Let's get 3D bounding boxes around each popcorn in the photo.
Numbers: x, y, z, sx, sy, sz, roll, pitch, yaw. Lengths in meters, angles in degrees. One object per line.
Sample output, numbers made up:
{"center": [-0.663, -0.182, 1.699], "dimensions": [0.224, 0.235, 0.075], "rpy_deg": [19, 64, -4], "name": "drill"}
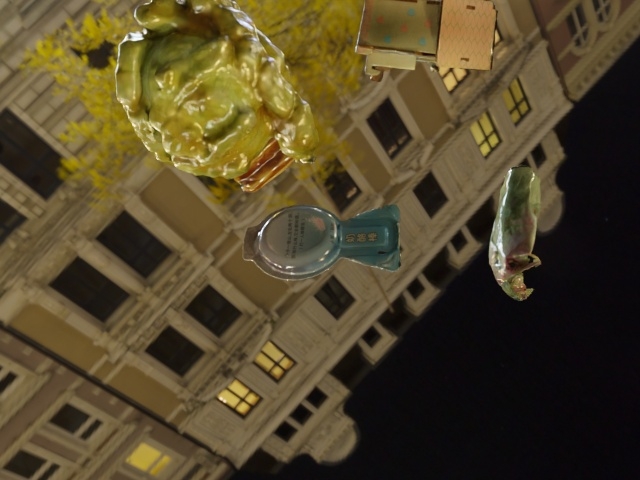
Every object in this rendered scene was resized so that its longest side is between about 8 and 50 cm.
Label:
{"center": [-0.180, -0.241, 1.102], "dimensions": [0.279, 0.336, 0.274], "rpy_deg": [-25, -167, -6], "name": "popcorn"}

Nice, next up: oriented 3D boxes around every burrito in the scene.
{"center": [0.358, -0.011, 1.220], "dimensions": [0.089, 0.144, 0.229], "rpy_deg": [5, -127, 14], "name": "burrito"}

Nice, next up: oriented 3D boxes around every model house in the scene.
{"center": [0.229, -0.402, 1.339], "dimensions": [0.244, 0.169, 0.326], "rpy_deg": [7, -167, 17], "name": "model house"}

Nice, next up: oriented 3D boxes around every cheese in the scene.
{"center": [0.000, 0.000, 1.015], "dimensions": [0.244, 0.052, 0.135], "rpy_deg": [-2, -120, 9], "name": "cheese"}

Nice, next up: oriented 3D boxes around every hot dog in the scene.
{"center": [-0.143, -0.222, 1.817], "dimensions": [0.249, 0.100, 0.068], "rpy_deg": [-34, -163, 34], "name": "hot dog"}
